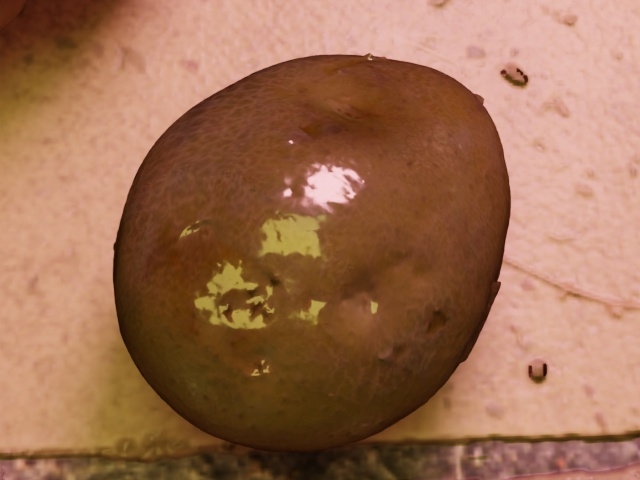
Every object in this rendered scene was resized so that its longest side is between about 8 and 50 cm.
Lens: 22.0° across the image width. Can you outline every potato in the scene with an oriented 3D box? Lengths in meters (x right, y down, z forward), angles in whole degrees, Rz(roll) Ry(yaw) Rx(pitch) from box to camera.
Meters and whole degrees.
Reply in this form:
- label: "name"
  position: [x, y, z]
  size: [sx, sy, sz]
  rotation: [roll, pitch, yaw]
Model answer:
- label: "potato"
  position: [0.000, 0.000, 0.806]
  size: [0.235, 0.160, 0.178]
  rotation: [-39, 98, -30]

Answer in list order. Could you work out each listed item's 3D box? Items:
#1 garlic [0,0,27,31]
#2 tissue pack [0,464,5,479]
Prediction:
- label: "garlic"
  position: [-0.192, -0.231, 0.897]
  size: [0.279, 0.132, 0.325]
  rotation: [-18, 68, 8]
- label: "tissue pack"
  position: [-0.205, 0.146, 0.775]
  size: [0.111, 0.079, 0.085]
  rotation: [-8, 68, -5]
